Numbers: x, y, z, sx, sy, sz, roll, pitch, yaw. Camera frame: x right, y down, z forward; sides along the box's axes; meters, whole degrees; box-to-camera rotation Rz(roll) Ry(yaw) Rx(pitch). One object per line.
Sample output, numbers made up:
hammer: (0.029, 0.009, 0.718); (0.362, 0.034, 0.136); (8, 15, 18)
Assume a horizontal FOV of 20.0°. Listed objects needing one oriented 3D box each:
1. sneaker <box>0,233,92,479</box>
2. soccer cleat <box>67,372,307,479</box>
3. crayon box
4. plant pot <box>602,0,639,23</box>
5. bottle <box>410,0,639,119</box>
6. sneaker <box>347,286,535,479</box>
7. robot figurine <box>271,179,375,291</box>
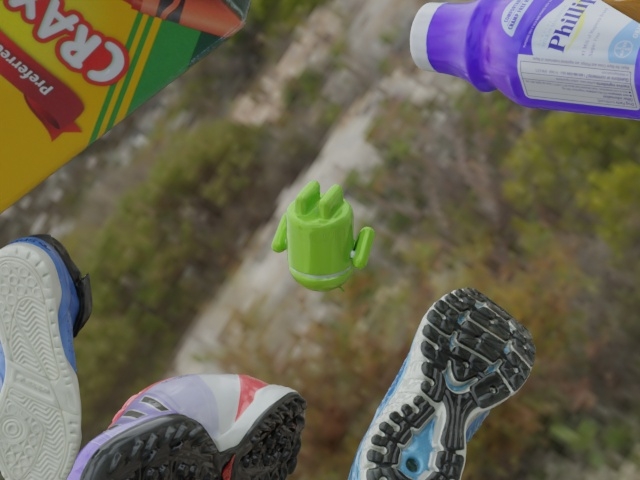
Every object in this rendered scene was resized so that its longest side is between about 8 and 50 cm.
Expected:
sneaker: (-0.165, 0.071, 1.085); (0.084, 0.058, 0.152); (-58, -38, -78)
soccer cleat: (-0.123, 0.162, 1.395); (0.318, 0.116, 0.108); (-13, -64, -65)
crayon box: (-0.225, -0.139, 1.202); (0.318, 0.202, 0.081); (-35, 23, 24)
plant pot: (0.263, -0.183, 1.086); (0.205, 0.188, 0.205); (-29, 56, 55)
bottle: (0.216, -0.175, 1.649); (0.283, 0.092, 0.118); (11, 50, 35)
sneaker: (0.053, 0.088, 0.945); (0.162, 0.063, 0.073); (-51, 2, -39)
robot figurine: (0.000, 0.000, 1.779); (0.067, 0.101, 0.115); (-53, -33, -52)
